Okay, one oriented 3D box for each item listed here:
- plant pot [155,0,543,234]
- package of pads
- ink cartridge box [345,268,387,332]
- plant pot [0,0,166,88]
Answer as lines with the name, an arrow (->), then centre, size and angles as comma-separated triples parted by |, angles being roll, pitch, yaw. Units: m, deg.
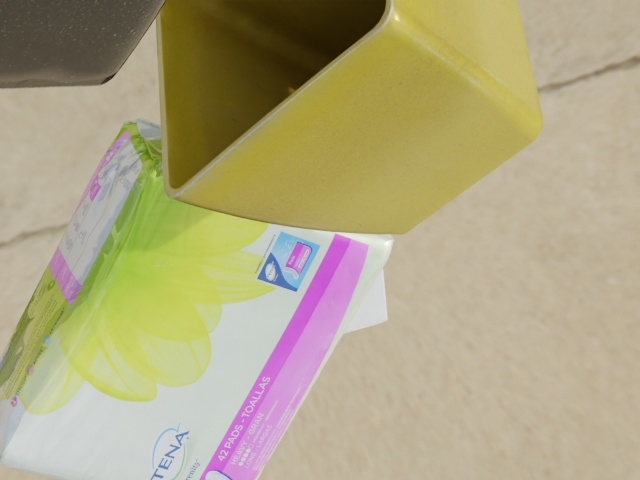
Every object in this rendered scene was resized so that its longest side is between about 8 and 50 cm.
plant pot -> 0.029, -0.125, 1.251 | 0.187, 0.212, 0.212 | 27, 131, -35
package of pads -> -0.113, 0.069, 1.458 | 0.229, 0.101, 0.296 | 19, 110, -27
ink cartridge box -> 0.000, 0.000, 1.616 | 0.063, 0.150, 0.109 | -14, 117, -15
plant pot -> -0.112, -0.157, 0.464 | 0.187, 0.167, 0.188 | -6, 71, -40
